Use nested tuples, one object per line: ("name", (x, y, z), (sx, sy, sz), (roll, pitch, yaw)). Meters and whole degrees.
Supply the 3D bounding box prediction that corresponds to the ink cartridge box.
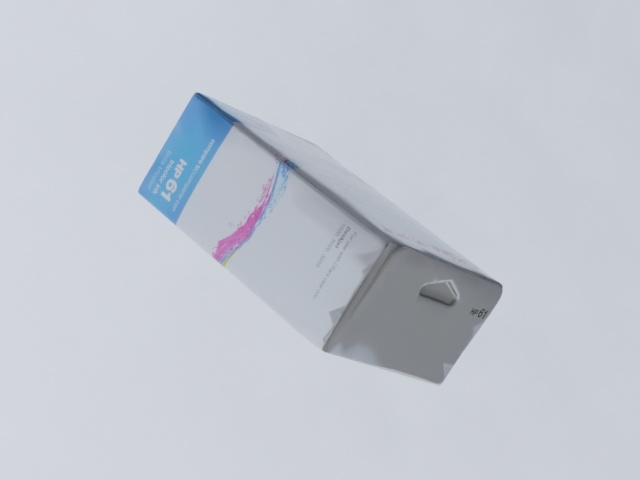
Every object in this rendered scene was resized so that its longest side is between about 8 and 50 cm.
("ink cartridge box", (0.000, 0.000, 0.645), (0.122, 0.052, 0.088), (37, -170, 37))
